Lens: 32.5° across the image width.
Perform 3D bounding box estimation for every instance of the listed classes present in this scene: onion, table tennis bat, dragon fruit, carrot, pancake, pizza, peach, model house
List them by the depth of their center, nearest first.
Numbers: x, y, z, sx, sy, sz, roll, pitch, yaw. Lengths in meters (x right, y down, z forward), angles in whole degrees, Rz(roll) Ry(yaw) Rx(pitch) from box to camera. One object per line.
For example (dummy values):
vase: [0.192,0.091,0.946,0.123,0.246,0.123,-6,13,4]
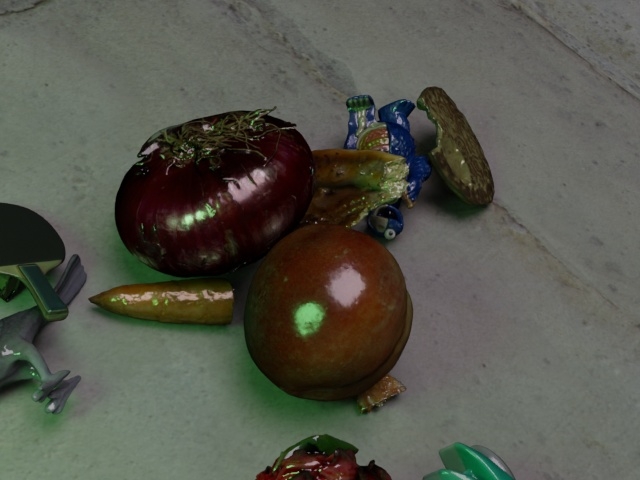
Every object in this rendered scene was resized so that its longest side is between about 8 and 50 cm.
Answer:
dragon fruit: [0.007,0.381,1.292,0.234,0.234,0.293,-10,72,-25]
peach: [0.007,0.104,1.508,0.252,0.252,0.252,9,48,-10]
table tennis bat: [-0.417,0.023,1.514,0.154,0.021,0.274,-7,38,-38]
model house: [-0.456,0.039,1.545,0.083,0.058,0.057,34,29,13]
carrot: [-0.228,0.084,1.568,0.205,0.072,0.072,3,49,-12]
pizza: [0.084,0.218,1.581,0.078,0.025,0.083,9,50,-5]
onion: [-0.152,-0.056,1.608,0.314,0.232,0.314,-14,29,8]
pancake: [-0.007,-0.037,1.688,0.266,0.057,0.244,2,63,27]
pancake: [0.236,-0.161,1.888,0.212,0.029,0.235,32,41,-42]

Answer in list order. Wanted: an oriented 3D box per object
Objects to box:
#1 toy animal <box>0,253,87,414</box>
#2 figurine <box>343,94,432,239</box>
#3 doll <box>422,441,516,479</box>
toy animal: [-0.402,0.150,1.435,0.206,0.081,0.367,31,47,31]
figurine: [0.100,-0.116,1.828,0.164,0.120,0.262,14,63,-6]
doll: [0.214,0.389,1.413,0.195,0.153,0.258,-7,68,-46]
